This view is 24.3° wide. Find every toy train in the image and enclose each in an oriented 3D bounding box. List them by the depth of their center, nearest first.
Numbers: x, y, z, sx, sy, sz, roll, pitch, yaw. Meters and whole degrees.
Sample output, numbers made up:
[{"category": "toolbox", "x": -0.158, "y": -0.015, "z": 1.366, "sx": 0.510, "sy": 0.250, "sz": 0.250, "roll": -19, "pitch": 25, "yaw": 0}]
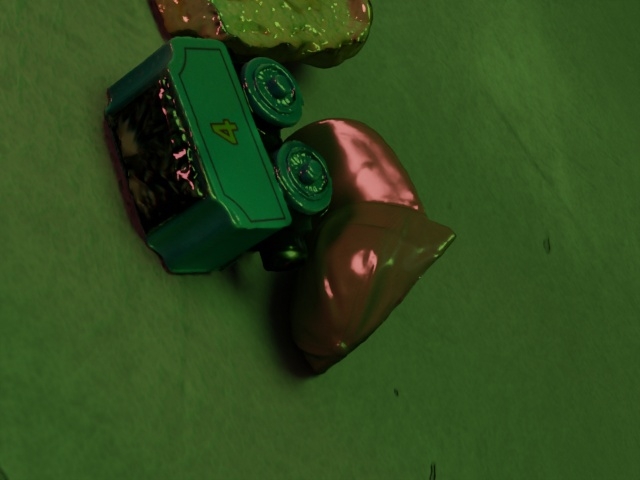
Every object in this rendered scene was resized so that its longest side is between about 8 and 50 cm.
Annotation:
[{"category": "toy train", "x": -0.079, "y": -0.065, "z": 1.171, "sx": 0.154, "sy": 0.107, "sz": 0.198, "roll": -2, "pitch": 68, "yaw": -48}]

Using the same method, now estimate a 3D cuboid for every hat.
[{"category": "hat", "x": 0.000, "y": 0.000, "z": 1.219, "sx": 0.173, "sy": 0.166, "sz": 0.144, "roll": 44, "pitch": 39, "yaw": 7}]

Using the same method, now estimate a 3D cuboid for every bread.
[{"category": "bread", "x": -0.052, "y": -0.210, "z": 1.344, "sx": 0.232, "sy": 0.088, "sz": 0.128, "roll": -4, "pitch": 61, "yaw": -50}]
